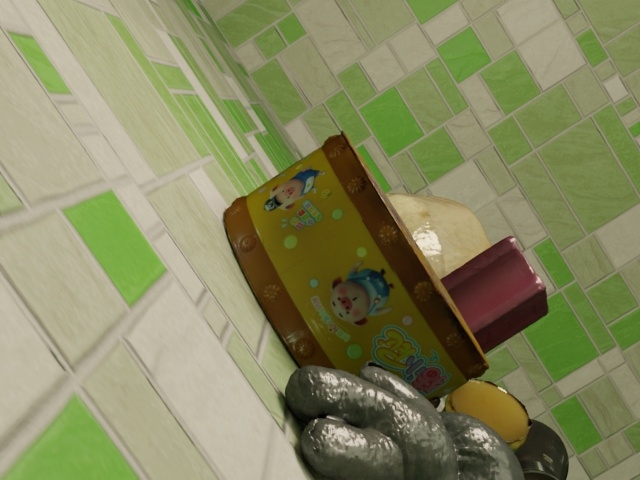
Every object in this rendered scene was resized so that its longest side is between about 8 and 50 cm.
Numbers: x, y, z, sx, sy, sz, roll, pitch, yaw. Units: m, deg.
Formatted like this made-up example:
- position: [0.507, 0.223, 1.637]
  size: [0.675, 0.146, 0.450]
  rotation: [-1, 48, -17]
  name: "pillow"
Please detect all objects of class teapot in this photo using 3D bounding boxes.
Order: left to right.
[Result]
- position: [0.521, 0.620, 2.264]
  size: [0.300, 0.253, 0.344]
  rotation: [24, 10, 4]
  name: "teapot"

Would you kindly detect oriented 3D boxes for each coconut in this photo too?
- position: [0.221, 0.074, 2.031]
  size: [0.415, 0.344, 0.415]
  rotation: [33, 40, -32]
  name: "coconut"

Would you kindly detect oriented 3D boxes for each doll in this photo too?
- position: [0.086, 0.257, 0.985]
  size: [0.340, 0.158, 0.246]
  rotation: [19, 33, -32]
  name: "doll"

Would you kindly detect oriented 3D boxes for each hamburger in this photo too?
- position: [0.397, 0.470, 2.134]
  size: [0.237, 0.149, 0.237]
  rotation: [16, 30, -9]
  name: "hamburger"

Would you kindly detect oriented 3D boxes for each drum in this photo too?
- position: [0.057, 0.068, 1.277]
  size: [0.431, 0.214, 0.431]
  rotation: [58, 6, -9]
  name: "drum"

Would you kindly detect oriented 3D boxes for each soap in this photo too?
- position: [0.237, 0.157, 1.582]
  size: [0.128, 0.359, 0.233]
  rotation: [58, 5, 22]
  name: "soap"
